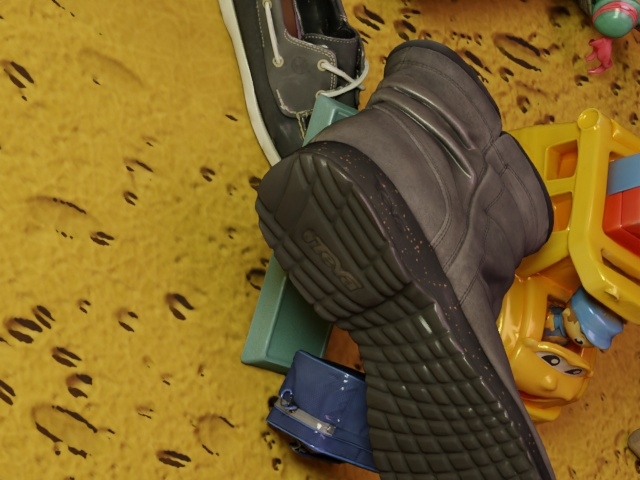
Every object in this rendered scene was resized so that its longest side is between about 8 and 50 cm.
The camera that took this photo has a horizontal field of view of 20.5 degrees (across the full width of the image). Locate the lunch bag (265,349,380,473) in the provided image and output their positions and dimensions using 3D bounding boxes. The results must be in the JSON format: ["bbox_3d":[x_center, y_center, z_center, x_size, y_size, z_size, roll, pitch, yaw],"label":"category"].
[{"bbox_3d":[0.012,0.120,1.199,0.098,0.067,0.065,23,90,-39],"label":"lunch bag"}]

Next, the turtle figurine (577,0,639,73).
[{"bbox_3d":[0.277,-0.240,1.544,0.175,0.118,0.234,77,16,-45],"label":"turtle figurine"}]

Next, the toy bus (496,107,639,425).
[{"bbox_3d":[0.201,0.015,1.330,0.149,0.211,0.220,30,60,-39],"label":"toy bus"}]

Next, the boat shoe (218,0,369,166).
[{"bbox_3d":[-0.006,-0.118,1.249,0.084,0.079,0.233,-25,99,-48],"label":"boat shoe"}]

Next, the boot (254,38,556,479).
[{"bbox_3d":[0.107,0.042,1.182,0.223,0.118,0.338,-42,113,-51],"label":"boot"}]

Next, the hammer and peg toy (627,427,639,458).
[{"bbox_3d":[0.415,0.127,1.579,0.266,0.127,0.361,36,55,-34],"label":"hammer and peg toy"}]

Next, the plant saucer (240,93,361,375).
[{"bbox_3d":[0.000,0.000,1.220,0.067,0.018,0.192,20,84,-41],"label":"plant saucer"}]
